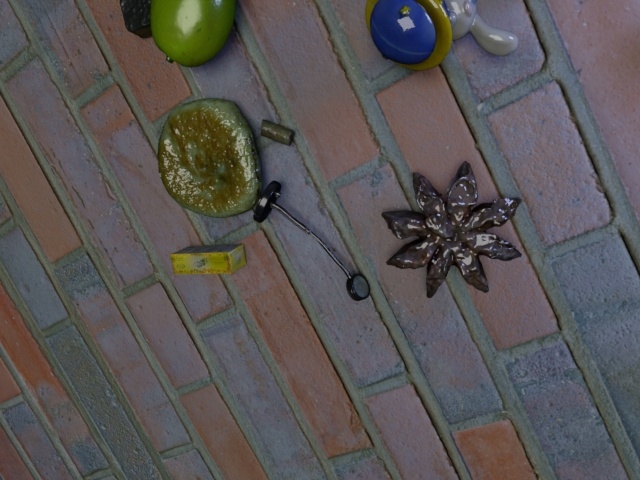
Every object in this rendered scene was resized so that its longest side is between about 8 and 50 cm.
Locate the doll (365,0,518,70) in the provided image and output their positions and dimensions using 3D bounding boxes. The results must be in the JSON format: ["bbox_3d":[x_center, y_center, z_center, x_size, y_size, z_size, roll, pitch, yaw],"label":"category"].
[{"bbox_3d":[0.233,-0.426,0.831,0.311,0.243,0.160,34,143,4],"label":"doll"}]

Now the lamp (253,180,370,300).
[{"bbox_3d":[-0.025,0.015,1.053,0.371,0.130,0.108,44,132,-12],"label":"lamp"}]

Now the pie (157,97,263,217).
[{"bbox_3d":[-0.291,-0.206,1.067,0.323,0.070,0.323,5,105,17],"label":"pie"}]

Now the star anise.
[{"bbox_3d":[0.293,-0.013,0.931,0.331,0.117,0.332,3,99,18],"label":"star anise"}]

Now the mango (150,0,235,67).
[{"bbox_3d":[-0.281,-0.573,0.929,0.192,0.156,0.343,14,104,9],"label":"mango"}]

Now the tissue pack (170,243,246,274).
[{"bbox_3d":[-0.302,0.051,1.113,0.176,0.095,0.062,-3,103,15],"label":"tissue pack"}]

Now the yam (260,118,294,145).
[{"bbox_3d":[-0.111,-0.267,1.015,0.094,0.043,0.043,22,107,7],"label":"yam"}]

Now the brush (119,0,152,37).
[{"bbox_3d":[-0.440,-0.618,1.011,0.123,0.059,0.197,-9,100,18],"label":"brush"}]
